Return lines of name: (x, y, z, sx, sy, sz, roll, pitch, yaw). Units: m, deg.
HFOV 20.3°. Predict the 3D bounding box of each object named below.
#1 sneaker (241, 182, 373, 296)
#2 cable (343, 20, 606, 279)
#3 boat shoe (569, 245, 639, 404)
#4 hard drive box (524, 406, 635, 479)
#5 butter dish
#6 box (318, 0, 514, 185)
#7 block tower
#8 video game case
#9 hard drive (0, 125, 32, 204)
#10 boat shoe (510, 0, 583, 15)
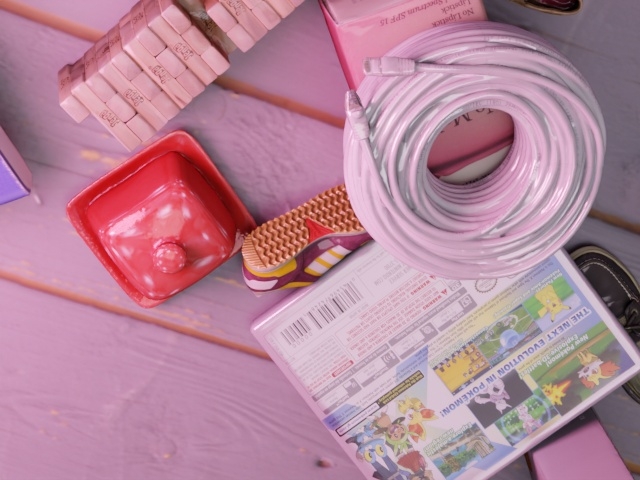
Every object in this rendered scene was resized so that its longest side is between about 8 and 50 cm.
sneaker: (0.000, 0.000, 1.917, 0.185, 0.069, 0.084, -21, 150, -14)
cable: (0.147, -0.086, 1.743, 0.257, 0.089, 0.257, -9, 117, -8)
boat shoe: (0.345, 0.104, 2.017, 0.080, 0.073, 0.223, -30, 117, 4)
hard drive box: (0.304, 0.300, 2.013, 0.089, 0.232, 0.181, -20, 116, -1)
butter dish: (-0.160, -0.003, 1.849, 0.160, 0.118, 0.160, -33, 115, 6)
box: (0.107, -0.161, 1.821, 0.149, 0.127, 0.232, -21, 116, -1)
block tower: (-0.107, -0.228, 1.770, 0.335, 0.091, 0.097, -39, 115, 9)
video game case: (0.141, 0.114, 1.964, 0.329, 0.036, 0.300, -36, 100, 7)
hard drive: (-0.472, -0.074, 1.741, 0.319, 0.040, 0.210, -18, 133, 11)
boat shoe: (0.210, -0.266, 1.836, 0.135, 0.045, 0.050, 13, 111, -16)
